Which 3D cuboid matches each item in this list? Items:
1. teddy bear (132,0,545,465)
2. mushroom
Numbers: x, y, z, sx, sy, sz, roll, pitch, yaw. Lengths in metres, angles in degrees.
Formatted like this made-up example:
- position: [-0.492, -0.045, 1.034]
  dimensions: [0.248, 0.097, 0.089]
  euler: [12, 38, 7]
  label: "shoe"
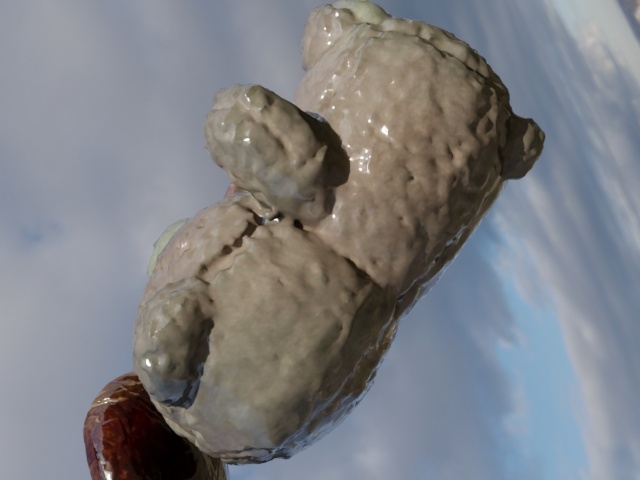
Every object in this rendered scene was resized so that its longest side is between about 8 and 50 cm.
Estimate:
- position: [0.001, 0.000, 0.564]
  dimensions: [0.151, 0.267, 0.236]
  euler: [36, 173, 34]
  label: "teddy bear"
- position: [-0.092, 0.136, 0.602]
  dimensions: [0.123, 0.052, 0.123]
  euler: [53, -156, -35]
  label: "mushroom"
